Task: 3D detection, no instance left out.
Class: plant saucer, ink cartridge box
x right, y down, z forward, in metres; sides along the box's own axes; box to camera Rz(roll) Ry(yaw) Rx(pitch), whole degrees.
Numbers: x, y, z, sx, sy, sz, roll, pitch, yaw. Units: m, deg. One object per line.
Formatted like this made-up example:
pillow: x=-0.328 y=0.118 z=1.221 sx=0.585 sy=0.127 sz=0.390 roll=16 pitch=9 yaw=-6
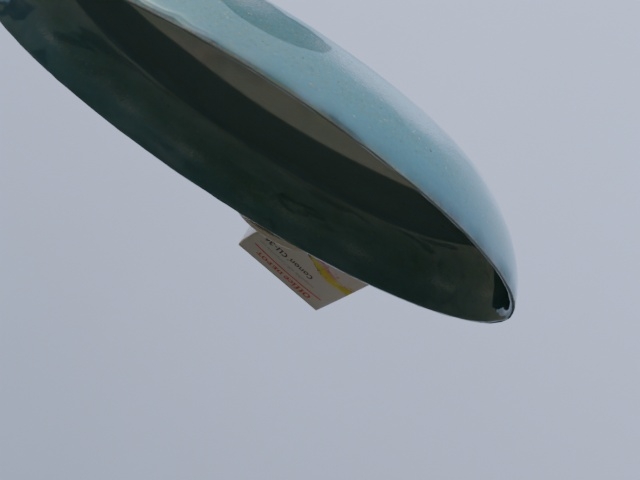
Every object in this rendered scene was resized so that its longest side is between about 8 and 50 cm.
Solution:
plant saucer: x=-0.029 y=-0.061 z=0.953 sx=0.317 sy=0.044 sz=0.317 roll=31 pitch=-11 yaw=7
ink cartridge box: x=0.000 y=0.000 z=1.915 sx=0.115 sy=0.067 sz=0.198 roll=41 pitch=-35 yaw=-14

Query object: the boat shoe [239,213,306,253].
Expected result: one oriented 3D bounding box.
boat shoe: x=-0.061 y=-0.109 z=1.804 sx=0.324 sy=0.116 sz=0.097 roll=53 pitch=-8 yaw=44
